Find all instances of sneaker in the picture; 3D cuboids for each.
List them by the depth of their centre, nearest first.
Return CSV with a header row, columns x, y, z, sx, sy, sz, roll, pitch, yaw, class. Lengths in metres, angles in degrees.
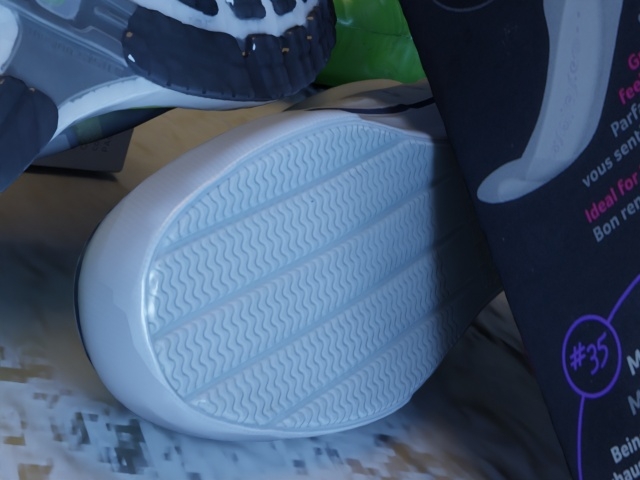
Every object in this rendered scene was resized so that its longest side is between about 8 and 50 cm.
x,y,z,sx,sy,sz,roll,pitch,yaw,class
-0.102,-0.067,0.416,0.121,0.111,0.300,-5,16,37,sneaker
0.000,0.000,0.467,0.091,0.094,0.258,-2,9,33,sneaker

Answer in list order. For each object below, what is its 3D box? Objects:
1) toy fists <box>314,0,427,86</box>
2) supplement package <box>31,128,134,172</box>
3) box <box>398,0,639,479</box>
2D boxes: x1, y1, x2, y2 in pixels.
x,y,z,sx,sy,sz,roll,pitch,yaw,class
-0.038,-0.166,0.827,0.142,0.096,0.279,9,24,-24,toy fists
-0.206,-0.146,0.497,0.293,0.175,0.177,3,26,-38,supplement package
0.142,-0.040,0.404,0.143,0.165,0.270,5,56,-36,box
